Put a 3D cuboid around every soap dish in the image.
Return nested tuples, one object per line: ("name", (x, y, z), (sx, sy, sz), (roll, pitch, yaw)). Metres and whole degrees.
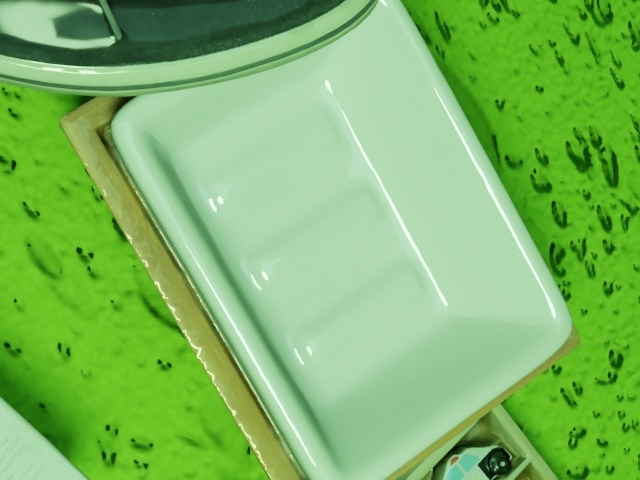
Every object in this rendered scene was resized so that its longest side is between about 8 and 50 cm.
("soap dish", (0.000, 0.000, 1.003), (0.229, 0.118, 0.291), (-33, 99, -23))

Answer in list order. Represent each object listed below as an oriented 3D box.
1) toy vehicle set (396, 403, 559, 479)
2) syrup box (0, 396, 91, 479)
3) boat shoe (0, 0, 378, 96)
("toy vehicle set", (0.065, 0.249, 1.054), (0.267, 0.035, 0.166), (-43, 103, -21))
("syrup box", (-0.243, 0.097, 0.895), (0.237, 0.093, 0.096), (47, 69, -15))
("boat shoe", (-0.195, -0.199, 0.863), (0.500, 0.156, 0.187), (8, 53, -13))
